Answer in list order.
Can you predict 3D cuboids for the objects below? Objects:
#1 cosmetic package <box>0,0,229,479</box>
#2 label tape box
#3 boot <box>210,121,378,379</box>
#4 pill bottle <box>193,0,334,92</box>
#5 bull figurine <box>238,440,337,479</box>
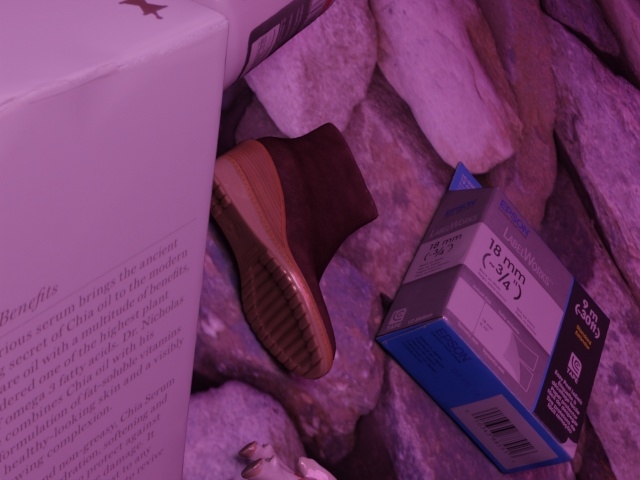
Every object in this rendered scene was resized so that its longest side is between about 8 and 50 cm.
[{"bbox_3d":[-0.201,0.081,0.630,0.161,0.453,0.230,27,37,23],"label":"cosmetic package"},{"bbox_3d":[0.228,0.067,1.301,0.240,0.106,0.333,47,45,-19],"label":"label tape box"},{"bbox_3d":[0.000,0.000,1.119,0.207,0.090,0.248,-21,83,-46],"label":"boot"},{"bbox_3d":[-0.118,-0.237,1.057,0.176,0.176,0.318,54,43,-11],"label":"pill bottle"},{"bbox_3d":[-0.063,0.304,0.902,0.188,0.101,0.310,57,43,-5],"label":"bull figurine"}]
